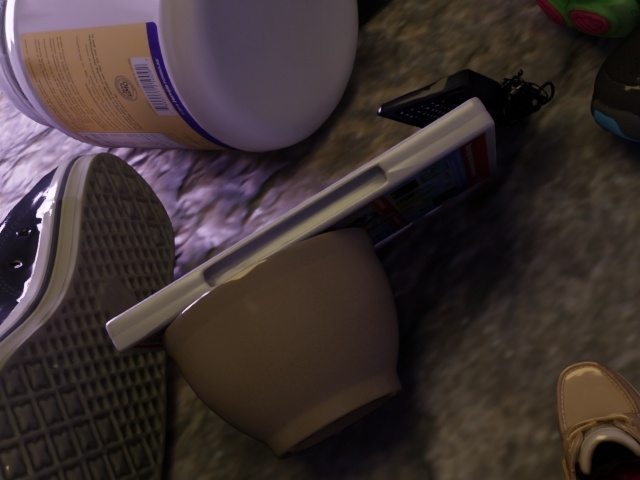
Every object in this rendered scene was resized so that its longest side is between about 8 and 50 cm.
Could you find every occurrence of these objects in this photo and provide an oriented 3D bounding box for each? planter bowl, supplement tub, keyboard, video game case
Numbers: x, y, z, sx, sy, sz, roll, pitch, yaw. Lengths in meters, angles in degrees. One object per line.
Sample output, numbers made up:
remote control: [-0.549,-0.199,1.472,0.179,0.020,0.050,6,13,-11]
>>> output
planter bowl: [-0.011,0.079,0.720,0.162,0.162,0.109,-32,75,5]
supplement tub: [-0.156,-0.209,1.052,0.331,0.241,0.241,6,54,41]
keyboard: [0.121,-0.093,0.805,0.100,0.192,0.038,-22,83,24]
video game case: [0.000,0.000,0.777,0.285,0.204,0.025,-31,81,6]

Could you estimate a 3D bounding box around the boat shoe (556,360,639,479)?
boat shoe: [0.169,0.126,0.600,0.063,0.059,0.170,-26,39,12]

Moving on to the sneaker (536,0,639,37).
sneaker: [0.245,-0.367,0.960,0.202,0.185,0.482,-22,41,24]

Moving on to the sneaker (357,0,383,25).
sneaker: [0.058,-0.318,1.131,0.235,0.084,0.097,-42,37,-8]

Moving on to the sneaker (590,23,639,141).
sneaker: [0.322,-0.210,0.772,0.341,0.139,0.125,-40,40,-4]

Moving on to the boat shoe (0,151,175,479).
boat shoe: [-0.225,0.118,0.819,0.156,0.187,0.500,-28,33,19]
